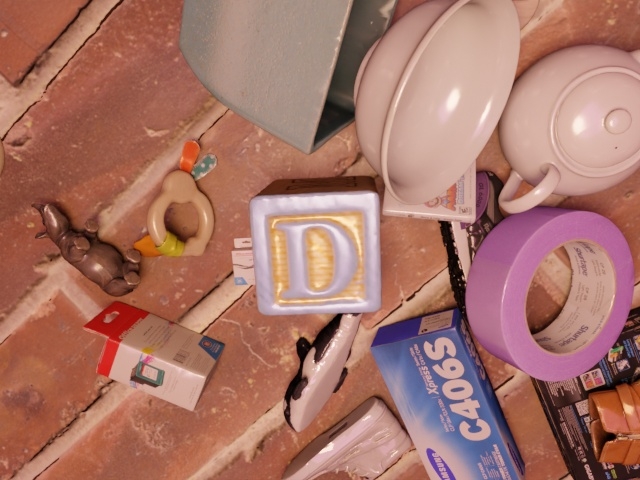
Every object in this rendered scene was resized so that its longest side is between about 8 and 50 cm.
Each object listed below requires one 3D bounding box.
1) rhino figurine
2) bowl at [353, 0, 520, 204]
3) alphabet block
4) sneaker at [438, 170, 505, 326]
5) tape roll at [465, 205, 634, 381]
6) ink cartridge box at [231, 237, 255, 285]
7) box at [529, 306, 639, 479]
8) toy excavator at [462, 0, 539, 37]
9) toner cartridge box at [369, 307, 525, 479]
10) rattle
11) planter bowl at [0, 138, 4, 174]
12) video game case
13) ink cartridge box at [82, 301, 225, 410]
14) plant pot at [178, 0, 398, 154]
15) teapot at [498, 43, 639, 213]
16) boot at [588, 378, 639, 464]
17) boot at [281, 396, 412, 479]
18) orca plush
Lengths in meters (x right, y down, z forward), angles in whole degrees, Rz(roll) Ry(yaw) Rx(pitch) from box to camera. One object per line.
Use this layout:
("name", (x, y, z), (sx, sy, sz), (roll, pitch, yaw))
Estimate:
("rhino figurine", (-0.427, 0.014, 0.926), (0.243, 0.073, 0.106), (39, 138, -5))
("bowl", (0.143, -0.211, 0.731), (0.134, 0.298, 0.298), (36, 107, 34))
("alphabet block", (0.000, 0.000, 0.839), (0.193, 0.197, 0.192), (0, 104, 4))
("sneaker", (0.285, 0.023, 0.876), (0.124, 0.107, 0.283), (-13, 102, 1))
("tape roll", (0.377, 0.084, 0.836), (0.274, 0.090, 0.275), (-4, 101, -21))
("ink cartridge box", (-0.136, 0.039, 0.943), (0.048, 0.028, 0.083), (-3, 103, 4))
("box", (0.565, 0.288, 0.937), (0.293, 0.073, 0.296), (-24, 101, 8))
("toy excavator", (0.326, -0.546, 0.657), (0.445, 0.222, 0.433), (-26, 131, 7))
("toner cartridge box", (0.237, 0.308, 0.939), (0.165, 0.075, 0.348), (-20, 102, 27))
("rattle", (-0.265, -0.070, 0.925), (0.130, 0.142, 0.200), (0, 89, -29))
("planter bowl", (-0.663, -0.152, 0.890), (0.162, 0.109, 0.162), (1, 105, 3))
("video game case", (0.179, -0.102, 0.833), (0.143, 0.157, 0.019), (6, 149, 8))
("ink cartridge box", (-0.309, 0.207, 0.942), (0.231, 0.134, 0.078), (23, 105, -1))
("plant pot", (-0.053, -0.309, 0.728), (0.252, 0.248, 0.247), (25, 122, 9))
("teapot", (0.402, -0.174, 0.775), (0.252, 0.187, 0.256), (-1, 105, 4))
("boot", (0.585, 0.360, 0.859), (0.220, 0.109, 0.284), (-14, 100, 6))
("boot", (0.053, 0.428, 0.991), (0.258, 0.095, 0.123), (-40, 91, 11))
("orca plush", (-0.017, 0.209, 0.940), (0.102, 0.151, 0.287), (34, 124, 31))
